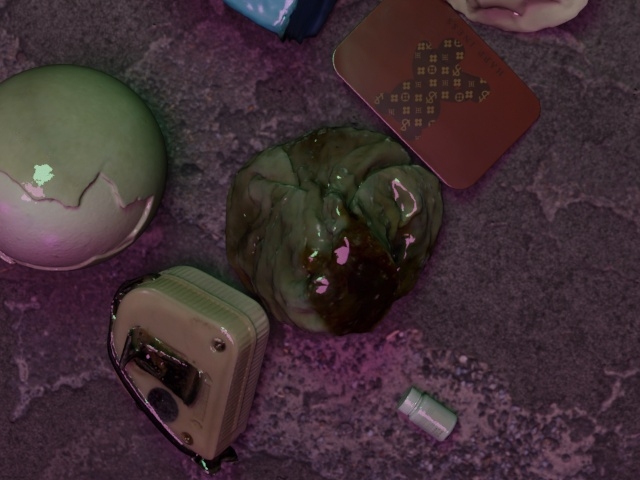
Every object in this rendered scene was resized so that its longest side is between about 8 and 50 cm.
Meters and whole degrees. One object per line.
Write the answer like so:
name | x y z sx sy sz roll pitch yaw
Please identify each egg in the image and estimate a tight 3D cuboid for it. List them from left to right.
egg | -0.349 -0.092 1.368 0.278 0.336 0.278 1 108 5

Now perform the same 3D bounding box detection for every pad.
pad | 0.159 -0.214 1.403 0.267 0.004 0.181 45 87 -3

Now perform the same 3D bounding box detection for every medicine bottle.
medicine bottle | 0.157 0.256 1.510 0.083 0.047 0.047 35 105 1

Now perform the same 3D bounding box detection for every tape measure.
tape measure | -0.210 0.182 1.486 0.231 0.133 0.271 25 123 20

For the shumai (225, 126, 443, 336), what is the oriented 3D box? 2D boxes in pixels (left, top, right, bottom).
shumai | 0.000 0.000 1.368 0.304 0.263 0.309 26 105 0

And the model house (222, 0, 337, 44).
model house | -0.101 -0.402 1.312 0.303 0.237 0.215 26 103 4

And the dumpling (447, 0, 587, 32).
dumpling | 0.234 -0.351 1.340 0.216 0.126 0.166 5 130 -6
